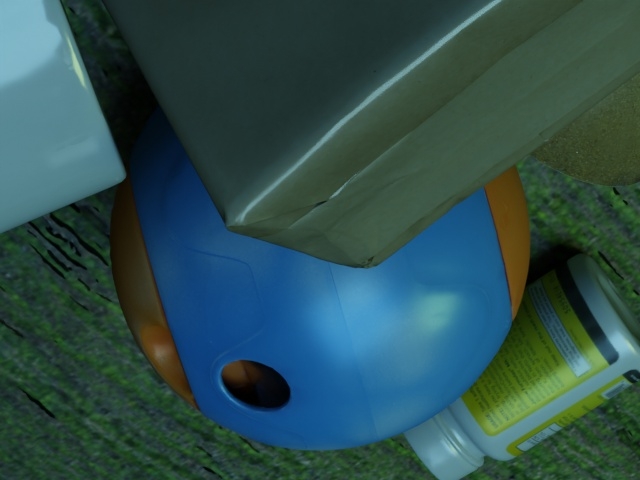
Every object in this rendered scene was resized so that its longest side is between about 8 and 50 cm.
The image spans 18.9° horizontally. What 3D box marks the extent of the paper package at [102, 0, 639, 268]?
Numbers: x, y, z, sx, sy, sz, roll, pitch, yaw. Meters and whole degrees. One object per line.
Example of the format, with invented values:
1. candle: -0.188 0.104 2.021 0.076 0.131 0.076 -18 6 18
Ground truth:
1. paper package: 0.028 -0.195 1.085 0.309 0.324 0.168 -37 153 15

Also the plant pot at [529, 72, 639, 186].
1. plant pot: 0.215 -0.203 1.209 0.237 0.237 0.254 15 137 -34

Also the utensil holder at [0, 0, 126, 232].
1. utensil holder: -0.337 -0.107 1.049 0.386 0.327 0.327 -21 138 -4

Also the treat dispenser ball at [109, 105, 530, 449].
1. treat dispenser ball: 0.000 0.000 1.321 0.288 0.288 0.288 -12 137 -11

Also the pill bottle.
1. pill bottle: 0.169 0.113 1.636 0.208 0.119 0.119 -34 137 13
